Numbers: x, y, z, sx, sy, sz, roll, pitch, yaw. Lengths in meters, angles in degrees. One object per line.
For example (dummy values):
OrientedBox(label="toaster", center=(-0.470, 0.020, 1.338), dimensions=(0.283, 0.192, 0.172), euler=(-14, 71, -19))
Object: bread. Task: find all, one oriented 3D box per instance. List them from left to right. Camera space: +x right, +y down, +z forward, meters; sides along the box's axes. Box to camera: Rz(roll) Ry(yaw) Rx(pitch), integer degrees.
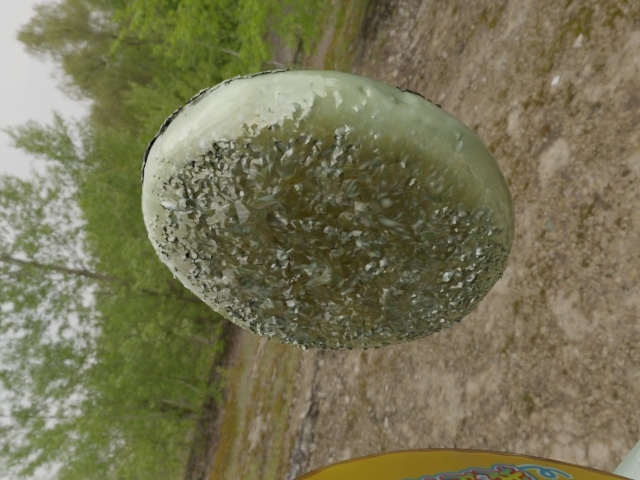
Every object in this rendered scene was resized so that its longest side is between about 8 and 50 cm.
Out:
OrientedBox(label="bread", center=(0.000, 0.000, 0.412), dimensions=(0.267, 0.267, 0.040), euler=(115, 169, -45))

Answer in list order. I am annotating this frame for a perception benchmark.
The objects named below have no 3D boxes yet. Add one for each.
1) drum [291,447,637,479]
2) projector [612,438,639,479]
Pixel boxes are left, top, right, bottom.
OrientedBox(label="drum", center=(0.126, 0.295, 0.302), dimensions=(0.431, 0.432, 0.214), euler=(-144, 59, -80))
OrientedBox(label="projector", center=(0.450, 0.286, 0.736), dimensions=(0.108, 0.108, 0.337), euler=(-94, 24, -64))
